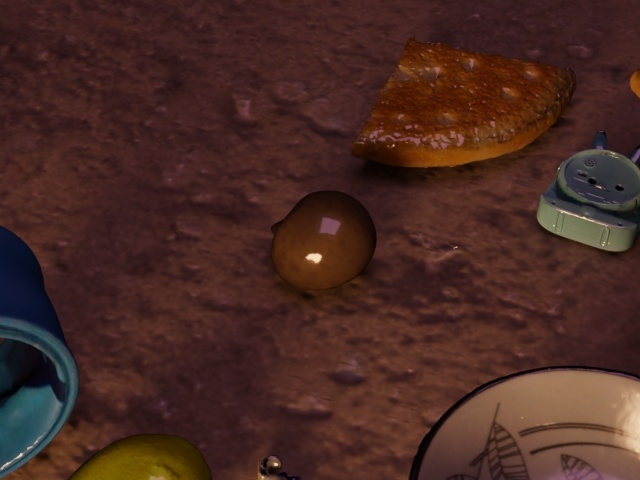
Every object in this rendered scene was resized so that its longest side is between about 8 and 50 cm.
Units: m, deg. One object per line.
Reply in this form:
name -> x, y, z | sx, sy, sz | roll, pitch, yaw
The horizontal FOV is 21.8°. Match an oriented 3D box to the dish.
dish -> 0.223, 0.260, 1.402 | 0.316, 0.106, 0.316 | 1, 50, -1

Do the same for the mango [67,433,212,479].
mango -> -0.168, 0.228, 1.429 | 0.163, 0.089, 0.117 | -24, 51, -23

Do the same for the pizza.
pizza -> 0.143, -0.152, 1.839 | 0.292, 0.058, 0.197 | -21, 49, -24

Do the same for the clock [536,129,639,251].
clock -> 0.297, -0.056, 1.761 | 0.108, 0.045, 0.147 | 19, 47, 14

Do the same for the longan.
longan -> 0.000, 0.000, 1.661 | 0.113, 0.092, 0.113 | -11, 53, 15

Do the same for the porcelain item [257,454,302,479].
porcelain item -> -0.016, 0.247, 1.464 | 0.075, 0.021, 0.136 | -1, 46, -3

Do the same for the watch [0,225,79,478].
watch -> -0.367, 0.132, 1.440 | 0.274, 0.305, 0.241 | 9, 40, -38

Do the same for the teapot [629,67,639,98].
teapot -> 0.425, -0.063, 1.702 | 0.203, 0.167, 0.311 | -23, 72, -33
